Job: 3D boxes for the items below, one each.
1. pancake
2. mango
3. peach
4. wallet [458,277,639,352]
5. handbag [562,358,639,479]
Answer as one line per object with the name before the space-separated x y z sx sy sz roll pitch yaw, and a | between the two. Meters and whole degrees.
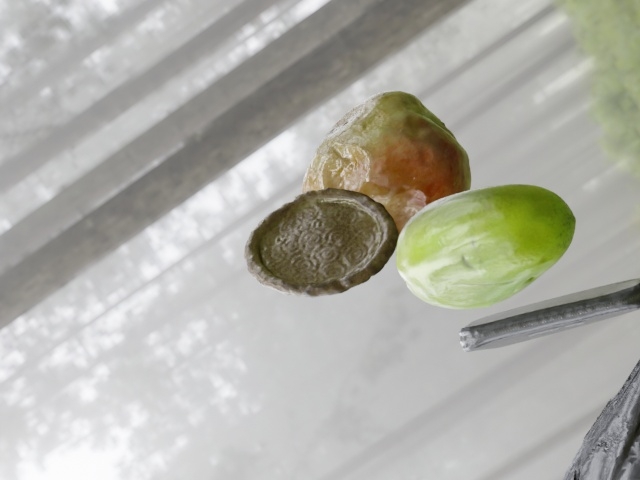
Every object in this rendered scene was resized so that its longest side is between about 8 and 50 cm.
pancake | 0.000 0.001 1.793 0.199 0.199 0.021 -113 4 -46
mango | 0.131 0.001 1.191 0.117 0.163 0.089 14 -121 -23
peach | 0.081 -0.087 1.968 0.214 0.235 0.214 54 -170 -14
wallet | 0.285 0.093 1.746 0.149 0.250 0.044 3 -108 -78
handbag | 0.319 0.145 1.007 0.244 0.275 0.088 42 -167 35
